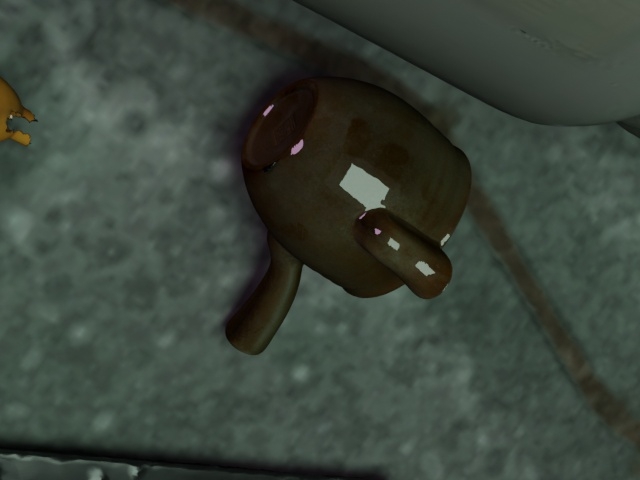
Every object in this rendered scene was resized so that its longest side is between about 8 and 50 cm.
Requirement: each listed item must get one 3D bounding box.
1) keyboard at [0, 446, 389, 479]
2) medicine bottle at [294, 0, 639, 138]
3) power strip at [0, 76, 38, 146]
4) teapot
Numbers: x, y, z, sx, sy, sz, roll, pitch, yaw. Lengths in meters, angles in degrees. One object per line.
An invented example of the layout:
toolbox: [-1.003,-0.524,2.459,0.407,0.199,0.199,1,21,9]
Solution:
keyboard: [-0.075,0.113,0.626,0.231,0.023,0.072,8,97,-28]
medicine bottle: [0.067,-0.147,0.493,0.339,0.208,0.208,23,97,-30]
power strip: [-0.164,-0.070,0.515,0.178,0.028,0.049,26,95,-30]
teapot: [0.000,0.000,0.593,0.080,0.085,0.110,37,110,-29]
